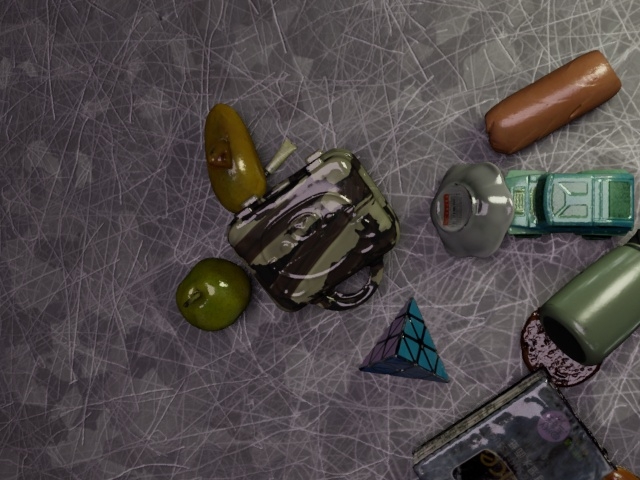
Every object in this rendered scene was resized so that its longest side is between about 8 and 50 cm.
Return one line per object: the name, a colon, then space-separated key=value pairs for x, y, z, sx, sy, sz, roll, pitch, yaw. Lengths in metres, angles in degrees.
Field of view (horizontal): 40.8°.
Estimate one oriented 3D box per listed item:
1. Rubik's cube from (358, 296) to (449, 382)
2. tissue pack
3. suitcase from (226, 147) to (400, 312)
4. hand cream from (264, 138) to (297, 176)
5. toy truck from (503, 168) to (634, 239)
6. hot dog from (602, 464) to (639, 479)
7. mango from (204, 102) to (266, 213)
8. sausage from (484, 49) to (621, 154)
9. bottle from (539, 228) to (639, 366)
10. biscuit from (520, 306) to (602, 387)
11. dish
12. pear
Rubik's cube: x=0.158 y=0.263 z=1.913 sx=0.190 sy=0.178 sz=0.211 roll=-29 pitch=80 yaw=12
tissue pack: x=0.409 y=0.476 z=1.855 sx=0.361 sy=0.122 sz=0.259 roll=-35 pitch=92 yaw=9
suitcase: x=0.000 y=0.000 z=1.953 sx=0.351 sy=0.194 sz=0.339 roll=-34 pitch=102 yaw=9
hand cream: x=-0.100 y=-0.197 z=2.075 sx=0.035 sy=0.022 sz=0.102 roll=39 pitch=90 yaw=12
toy truck: x=0.533 y=-0.082 z=1.859 sx=0.279 sy=0.156 sz=0.155 roll=1 pitch=87 yaw=11
hot dog: x=0.669 y=0.565 z=1.842 sx=0.191 sy=0.059 sz=0.108 roll=39 pitch=100 yaw=10
mango: x=-0.209 y=-0.192 z=2.034 sx=0.130 sy=0.167 sz=0.262 roll=-16 pitch=80 yaw=-3
sausage: x=0.502 y=-0.300 z=1.895 sx=0.304 sy=0.121 sz=0.121 roll=-29 pitch=81 yaw=8
bottle: x=0.631 y=0.098 z=1.796 sx=0.347 sy=0.168 sz=0.168 roll=-39 pitch=79 yaw=-9
biscuit: x=0.535 y=0.227 z=1.896 sx=0.192 sy=0.049 sz=0.192 roll=1 pitch=94 yaw=12
dish: x=0.311 y=-0.069 z=1.889 sx=0.229 sy=0.081 sz=0.229 roll=-2 pitch=87 yaw=47
pear: x=-0.257 y=0.123 z=1.991 sx=0.180 sy=0.216 sz=0.166 roll=-36 pitch=76 yaw=14
